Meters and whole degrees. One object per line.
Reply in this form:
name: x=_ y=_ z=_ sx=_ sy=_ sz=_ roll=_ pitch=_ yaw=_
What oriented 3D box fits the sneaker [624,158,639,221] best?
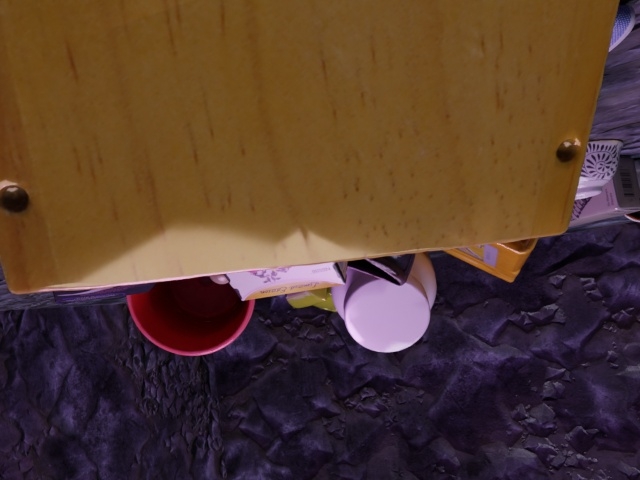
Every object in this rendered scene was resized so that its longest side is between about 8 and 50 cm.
sneaker: x=0.684 y=-0.095 z=1.419 sx=0.105 sy=0.123 sz=0.290 roll=-15 pitch=171 yaw=31

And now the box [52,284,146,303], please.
box: x=-0.346 y=0.009 z=1.030 sx=0.165 sy=0.144 sz=0.270 roll=-7 pitch=172 yaw=-22

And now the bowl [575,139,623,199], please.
bowl: x=0.459 y=-0.117 z=1.165 sx=0.170 sy=0.080 sz=0.170 roll=-9 pitch=173 yaw=-1

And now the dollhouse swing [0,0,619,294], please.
dollhouse swing: x=-0.036 y=-0.131 z=0.477 sx=0.346 sy=0.315 sz=0.305 roll=-6 pitch=-149 yaw=-11

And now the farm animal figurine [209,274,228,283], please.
farm animal figurine: x=-0.105 y=0.005 z=1.139 sx=0.330 sy=0.173 sz=0.326 roll=-5 pitch=172 yaw=-22

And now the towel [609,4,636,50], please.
towel: x=0.125 y=-0.164 z=0.631 sx=0.284 sy=0.034 sz=0.209 roll=-6 pitch=172 yaw=-12

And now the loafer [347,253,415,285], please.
loafer: x=0.000 y=0.000 z=0.947 sx=0.302 sy=0.095 sz=0.109 roll=9 pitch=173 yaw=-12

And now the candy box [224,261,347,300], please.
candy box: x=-0.075 y=-0.029 z=0.823 sx=0.159 sy=0.071 sz=0.233 roll=-11 pitch=134 yaw=20

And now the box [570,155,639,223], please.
box: x=0.506 y=-0.086 z=1.344 sx=0.094 sy=0.113 sz=0.275 roll=-2 pitch=169 yaw=-35

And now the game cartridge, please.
game cartridge: x=0.175 y=-0.030 z=0.978 sx=0.285 sy=0.053 sz=0.323 roll=26 pitch=175 yaw=16

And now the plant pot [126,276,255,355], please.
plant pot: x=-0.275 y=0.102 z=1.477 sx=0.274 sy=0.275 sz=0.243 roll=-8 pitch=-177 yaw=0

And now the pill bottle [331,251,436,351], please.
pill bottle: x=0.112 y=0.056 z=1.205 sx=0.187 sy=0.188 sz=0.334 roll=-9 pitch=-157 yaw=5

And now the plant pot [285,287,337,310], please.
plant pot: x=0.038 y=0.052 z=1.504 sx=0.207 sy=0.229 sz=0.227 roll=3 pitch=169 yaw=-21
